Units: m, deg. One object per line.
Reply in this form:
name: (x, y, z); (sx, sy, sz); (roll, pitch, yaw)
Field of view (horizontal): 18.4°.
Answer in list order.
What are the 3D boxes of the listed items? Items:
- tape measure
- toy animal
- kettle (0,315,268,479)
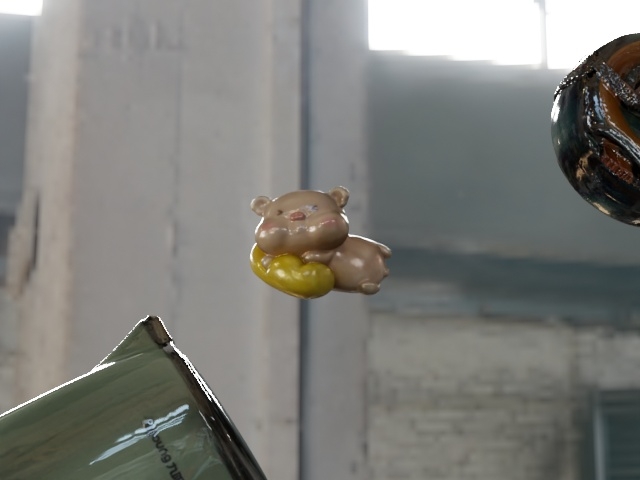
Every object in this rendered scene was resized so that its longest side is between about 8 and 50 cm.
tape measure: (0.350, -0.112, 2.055); (0.223, 0.202, 0.135); (28, -31, -7)
toy animal: (0.000, 0.000, 1.524); (0.114, 0.082, 0.091); (8, 16, 0)
kettle: (-0.147, 0.202, 1.190); (0.255, 0.240, 0.165); (-28, -15, -11)
